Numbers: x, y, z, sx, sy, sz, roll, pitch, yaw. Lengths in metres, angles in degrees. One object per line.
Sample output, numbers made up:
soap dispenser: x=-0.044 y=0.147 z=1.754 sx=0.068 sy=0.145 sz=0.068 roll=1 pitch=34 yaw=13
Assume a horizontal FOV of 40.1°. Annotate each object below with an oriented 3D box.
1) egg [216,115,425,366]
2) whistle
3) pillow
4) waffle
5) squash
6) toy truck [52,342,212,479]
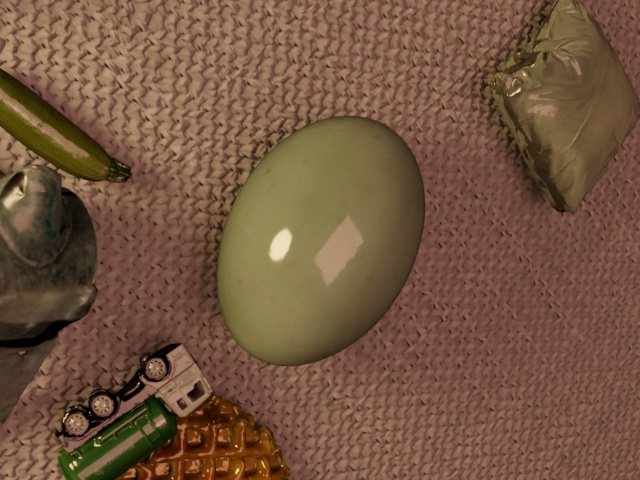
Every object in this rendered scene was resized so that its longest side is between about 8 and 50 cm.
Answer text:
egg: x=0.000 y=0.000 z=1.279 sx=0.276 sy=0.276 sz=0.388 roll=34 pitch=82 yaw=-27
whistle: x=-0.413 y=0.092 z=1.122 sx=0.168 sy=0.188 sz=0.404 roll=-3 pitch=105 yaw=-49
pillow: x=0.436 y=-0.248 z=1.531 sx=0.283 sy=0.138 sz=0.310 roll=-48 pitch=117 yaw=-21
waffle: x=-0.197 y=0.410 z=1.370 sx=0.325 sy=0.068 sz=0.302 roll=-43 pitch=114 yaw=-15
squash: x=-0.372 y=-0.148 z=1.189 sx=0.252 sy=0.066 sz=0.066 roll=40 pitch=81 yaw=-26
toy truck: x=-0.275 y=0.256 z=1.271 sx=0.243 sy=0.101 sz=0.125 roll=-36 pitch=93 yaw=-16
